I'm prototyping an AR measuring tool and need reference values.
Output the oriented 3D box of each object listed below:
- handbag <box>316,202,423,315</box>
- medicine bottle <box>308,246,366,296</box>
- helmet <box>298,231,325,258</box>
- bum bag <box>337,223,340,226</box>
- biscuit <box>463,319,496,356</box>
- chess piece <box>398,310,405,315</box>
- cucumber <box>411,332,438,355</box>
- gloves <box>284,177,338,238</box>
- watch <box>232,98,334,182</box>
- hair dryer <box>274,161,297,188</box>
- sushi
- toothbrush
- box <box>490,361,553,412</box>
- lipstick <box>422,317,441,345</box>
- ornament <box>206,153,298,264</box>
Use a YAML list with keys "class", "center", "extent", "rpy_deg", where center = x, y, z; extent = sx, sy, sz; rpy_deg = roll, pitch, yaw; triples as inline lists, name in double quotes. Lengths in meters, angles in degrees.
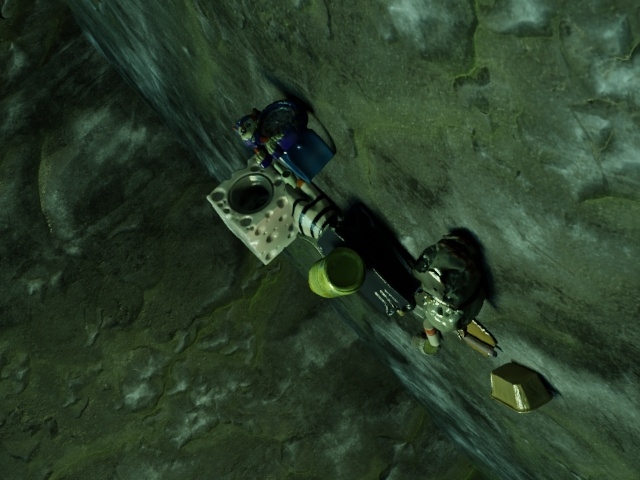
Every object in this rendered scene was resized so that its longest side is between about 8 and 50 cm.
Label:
- class: "handbag"
  center: [0.148, 0.065, 2.015]
  extent: [0.329, 0.122, 0.303]
  rpy_deg: [48, 167, 2]
- class: "medicine bottle"
  center: [0.041, 0.093, 1.926]
  extent: [0.124, 0.124, 0.239]
  rpy_deg: [48, 167, -2]
- class: "helmet"
  center: [0.011, -0.009, 2.374]
  extent: [0.153, 0.107, 0.177]
  rpy_deg: [46, -171, -5]
- class: "bum bag"
  center: [0.100, 0.052, 2.231]
  extent: [0.248, 0.069, 0.102]
  rpy_deg: [63, 175, 11]
- class: "biscuit"
  center: [0.380, 0.221, 1.942]
  extent: [0.237, 0.013, 0.232]
  rpy_deg: [45, 169, 19]
- class: "chess piece"
  center: [0.226, 0.180, 2.273]
  extent: [0.090, 0.090, 0.200]
  rpy_deg: [42, 175, 29]
- class: "cucumber"
  center: [0.354, 0.352, 2.419]
  extent: [0.064, 0.064, 0.112]
  rpy_deg: [51, 172, -14]
- class: "gloves"
  center: [-0.044, -0.098, 2.201]
  extent: [0.218, 0.131, 0.140]
  rpy_deg: [36, 163, 24]
- class: "watch"
  center: [-0.075, -0.240, 1.757]
  extent: [0.200, 0.171, 0.196]
  rpy_deg: [42, -171, -45]
- class: "hair dryer"
  center: [-0.123, -0.222, 2.328]
  extent: [0.124, 0.037, 0.063]
  rpy_deg: [47, 172, 39]
- class: "sushi"
  center: [0.283, 0.099, 1.558]
  extent: [0.124, 0.130, 0.332]
  rpy_deg: [40, 167, 35]
- class: "toothbrush"
  center: [0.367, 0.251, 1.982]
  extent: [0.024, 0.029, 0.354]
  rpy_deg: [37, 176, -32]
- class: "box"
  center: [0.498, 0.376, 1.785]
  extent: [0.111, 0.111, 0.177]
  rpy_deg: [51, 170, -14]
- class: "lipstick"
  center: [0.352, 0.289, 2.238]
  extent: [0.038, 0.038, 0.131]
  rpy_deg: [41, 168, 35]
- class: "ornament"
  center: [-0.212, -0.110, 2.523]
  extent: [0.239, 0.240, 0.240]
  rpy_deg: [43, 170, 29]
